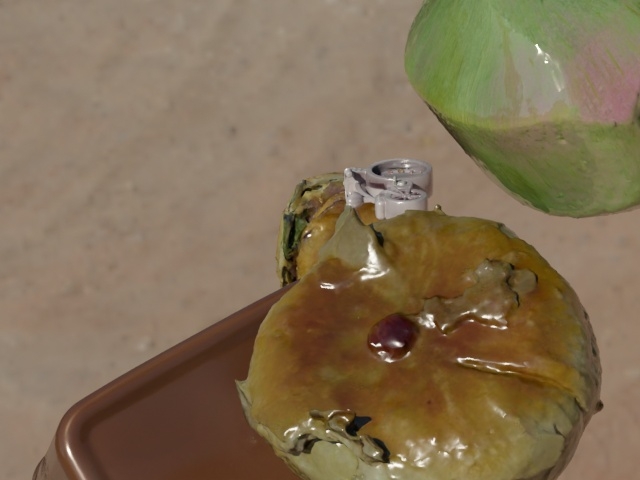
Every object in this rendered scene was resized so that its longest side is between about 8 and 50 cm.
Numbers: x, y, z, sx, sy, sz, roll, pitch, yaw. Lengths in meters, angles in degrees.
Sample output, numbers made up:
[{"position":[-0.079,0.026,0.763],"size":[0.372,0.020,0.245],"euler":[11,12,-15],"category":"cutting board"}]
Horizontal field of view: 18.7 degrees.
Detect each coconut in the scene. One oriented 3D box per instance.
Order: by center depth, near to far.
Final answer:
[{"position":[0.168,-0.134,1.363],"size":[0.204,0.236,0.236],"euler":[2,24,40],"category":"coconut"}]

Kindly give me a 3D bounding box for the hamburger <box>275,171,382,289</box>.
[{"position":[-0.004,-0.006,1.956],"size":[0.102,0.176,0.087],"euler":[17,16,-20],"category":"hamburger"}]

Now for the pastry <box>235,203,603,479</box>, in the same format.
[{"position":[0.071,0.084,1.332],"size":[0.236,0.121,0.257],"euler":[-41,50,-16],"category":"pastry"}]

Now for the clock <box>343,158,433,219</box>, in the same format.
[{"position":[0.066,-0.045,1.832],"size":[0.087,0.041,0.129],"euler":[-3,21,0],"category":"clock"}]

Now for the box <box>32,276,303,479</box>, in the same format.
[{"position":[-0.075,0.209,1.815],"size":[0.339,0.239,0.229],"euler":[-29,-12,-19],"category":"box"}]
